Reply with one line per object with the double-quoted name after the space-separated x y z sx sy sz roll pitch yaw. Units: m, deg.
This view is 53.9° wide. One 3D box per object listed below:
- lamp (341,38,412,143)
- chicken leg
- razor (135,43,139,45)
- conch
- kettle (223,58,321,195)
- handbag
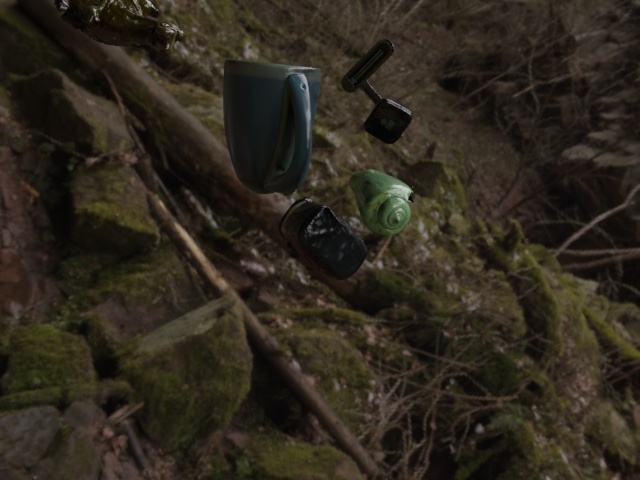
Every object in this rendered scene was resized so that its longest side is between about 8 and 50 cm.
0.190 -0.439 1.838 0.124 0.203 0.283 15 37 -32 "lamp"
-0.487 -0.563 1.633 0.211 0.361 0.140 -54 158 -43 "chicken leg"
-0.512 -0.705 1.838 0.111 0.278 0.056 33 33 -22 "razor"
0.172 -0.120 1.727 0.137 0.143 0.251 30 28 -21 "conch"
-0.119 -0.280 1.620 0.319 0.247 0.342 27 -65 55 "kettle"
0.000 0.000 1.889 0.254 0.181 0.181 41 -8 -28 "handbag"
